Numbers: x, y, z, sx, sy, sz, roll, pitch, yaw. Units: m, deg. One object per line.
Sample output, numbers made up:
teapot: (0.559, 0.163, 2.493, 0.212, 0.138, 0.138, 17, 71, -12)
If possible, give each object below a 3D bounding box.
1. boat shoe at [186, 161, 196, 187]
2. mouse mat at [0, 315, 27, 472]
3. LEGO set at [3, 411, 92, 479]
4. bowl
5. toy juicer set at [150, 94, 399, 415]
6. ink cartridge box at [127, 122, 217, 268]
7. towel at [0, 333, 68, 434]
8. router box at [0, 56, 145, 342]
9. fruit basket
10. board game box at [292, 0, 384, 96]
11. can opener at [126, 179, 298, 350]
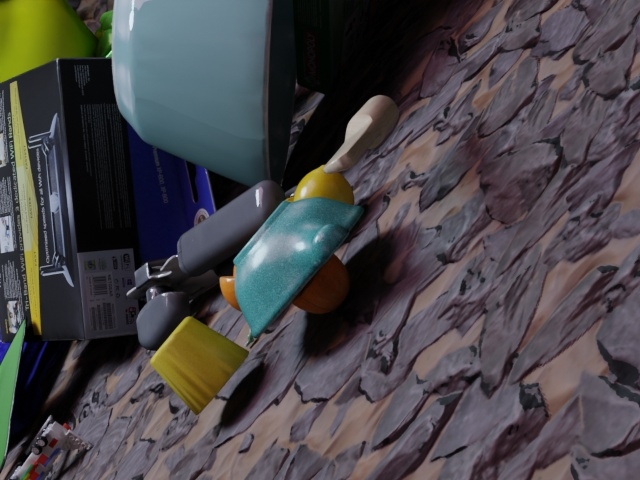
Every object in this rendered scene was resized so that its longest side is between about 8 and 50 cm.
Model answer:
boat shoe: (-0.157, -0.171, 1.898, 0.367, 0.136, 0.156, -43, 46, 48)
mouse mat: (-0.361, 0.196, 1.776, 0.152, 0.007, 0.189, 129, 151, -53)
LEGO set: (-0.320, 0.271, 1.660, 0.182, 0.060, 0.244, -56, 5, -9)
bowl: (-0.114, -0.204, 1.574, 0.311, 0.163, 0.311, 3, -90, -87)
toy juicer set: (0.000, 0.000, 1.271, 0.329, 0.089, 0.209, -49, 2, 42)
ink cartridge box: (-0.244, -0.025, 1.844, 0.371, 0.069, 0.175, -30, 68, 50)
towel: (-0.470, 0.193, 2.001, 0.308, 0.076, 0.227, -25, 27, 25)
router box: (-0.298, -0.038, 1.789, 0.243, 0.081, 0.308, -6, 89, 57)
fruit basket: (-0.332, -0.219, 2.090, 0.392, 0.392, 0.283, -47, 11, 19)
board game box: (0.033, -0.328, 1.618, 0.317, 0.046, 0.213, 88, -155, -56)
can opener: (-0.097, 0.034, 1.515, 0.283, 0.076, 0.095, -31, 59, 51)
